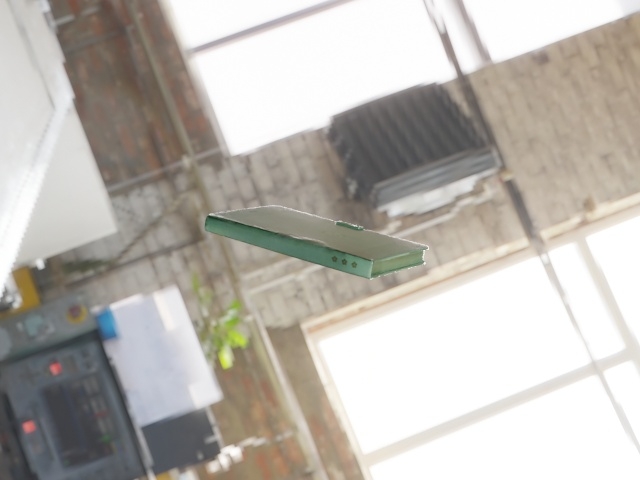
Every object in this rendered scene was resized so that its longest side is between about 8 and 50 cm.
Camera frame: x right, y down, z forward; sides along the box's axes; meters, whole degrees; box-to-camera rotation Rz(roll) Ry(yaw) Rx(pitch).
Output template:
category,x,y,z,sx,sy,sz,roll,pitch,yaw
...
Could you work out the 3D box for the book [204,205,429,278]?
category,x,y,z,sx,sy,sz,roll,pitch,yaw
book,0.000,0.000,0.923,0.103,0.135,0.017,-12,114,-61
